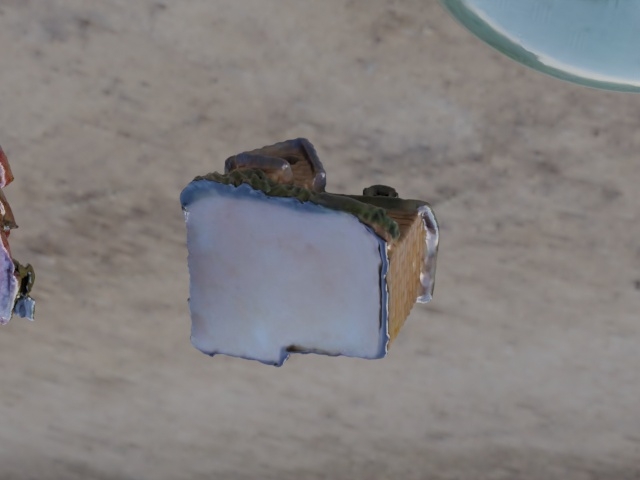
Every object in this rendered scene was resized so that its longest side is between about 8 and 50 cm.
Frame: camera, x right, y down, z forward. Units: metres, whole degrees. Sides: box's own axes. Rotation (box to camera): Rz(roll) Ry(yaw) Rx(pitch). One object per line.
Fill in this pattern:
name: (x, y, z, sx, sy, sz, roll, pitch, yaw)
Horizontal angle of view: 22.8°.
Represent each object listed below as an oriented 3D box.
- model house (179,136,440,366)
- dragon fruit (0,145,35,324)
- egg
model house: (0.000, 0.000, 1.339, 0.183, 0.172, 0.166, 10, 118, 19)
dragon fruit: (-0.188, 0.003, 0.772, 0.096, 0.102, 0.147, 13, 128, -35)
egg: (0.185, -0.208, 1.044, 0.295, 0.218, 0.218, 43, 171, 25)
